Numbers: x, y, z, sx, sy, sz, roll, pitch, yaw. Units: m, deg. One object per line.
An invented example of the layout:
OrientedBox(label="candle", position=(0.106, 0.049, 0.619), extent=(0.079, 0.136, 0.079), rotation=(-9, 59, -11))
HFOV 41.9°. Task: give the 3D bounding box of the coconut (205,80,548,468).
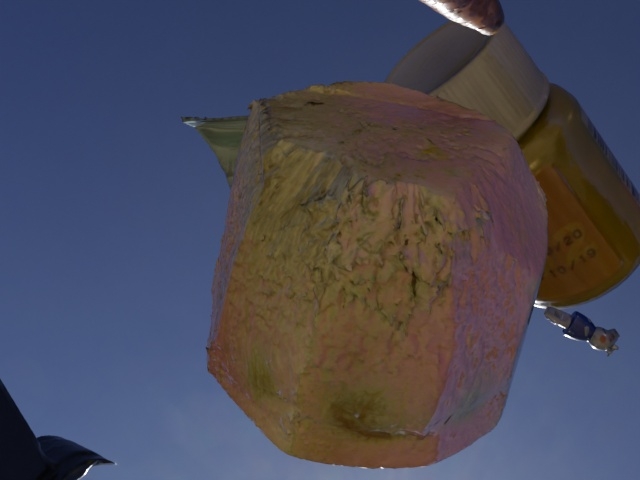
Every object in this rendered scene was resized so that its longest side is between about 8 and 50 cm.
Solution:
OrientedBox(label="coconut", position=(0.028, 0.035, 0.577), extent=(0.233, 0.233, 0.245), rotation=(16, -61, 12))

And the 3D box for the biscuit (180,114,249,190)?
OrientedBox(label="biscuit", position=(-0.003, -0.016, 0.860), extent=(0.186, 0.079, 0.309), rotation=(-1, -46, 20))

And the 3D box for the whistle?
OrientedBox(label="whistle", position=(0.273, 0.090, 0.874), extent=(0.083, 0.033, 0.029), rotation=(27, -36, 4))

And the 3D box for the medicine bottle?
OrientedBox(label="medicine bottle", position=(0.264, -0.103, 1.131), extent=(0.224, 0.224, 0.384), rotation=(-28, -61, 30))

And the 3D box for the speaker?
OrientedBox(label="speaker", position=(-0.443, 0.187, 1.043), extent=(0.180, 0.184, 0.388), rotation=(7, -52, 43))

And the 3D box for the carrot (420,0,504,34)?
OrientedBox(label="carrot", position=(0.094, -0.200, 0.627), extent=(0.061, 0.210, 0.061), rotation=(-7, -104, 30))
